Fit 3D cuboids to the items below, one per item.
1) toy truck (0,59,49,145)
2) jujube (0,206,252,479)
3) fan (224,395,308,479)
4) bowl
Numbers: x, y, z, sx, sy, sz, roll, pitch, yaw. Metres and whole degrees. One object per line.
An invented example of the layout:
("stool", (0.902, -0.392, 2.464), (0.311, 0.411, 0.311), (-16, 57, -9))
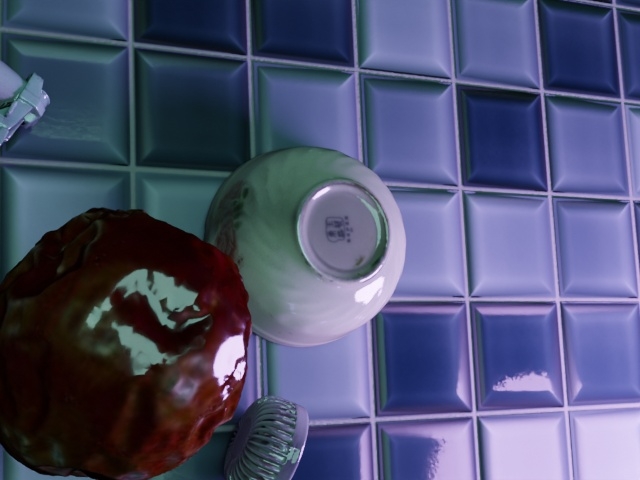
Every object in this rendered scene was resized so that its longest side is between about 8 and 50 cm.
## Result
("toy truck", (-0.448, -0.190, 1.132), (0.256, 0.108, 0.140), (35, 55, -19))
("jujube", (-0.222, 0.116, 1.032), (0.276, 0.377, 0.276), (5, 74, -18))
("fan", (-0.089, 0.309, 1.214), (0.074, 0.130, 0.244), (26, 85, -15))
("bowl", (0.000, 0.000, 1.292), (0.277, 0.145, 0.277), (5, 80, -27))
